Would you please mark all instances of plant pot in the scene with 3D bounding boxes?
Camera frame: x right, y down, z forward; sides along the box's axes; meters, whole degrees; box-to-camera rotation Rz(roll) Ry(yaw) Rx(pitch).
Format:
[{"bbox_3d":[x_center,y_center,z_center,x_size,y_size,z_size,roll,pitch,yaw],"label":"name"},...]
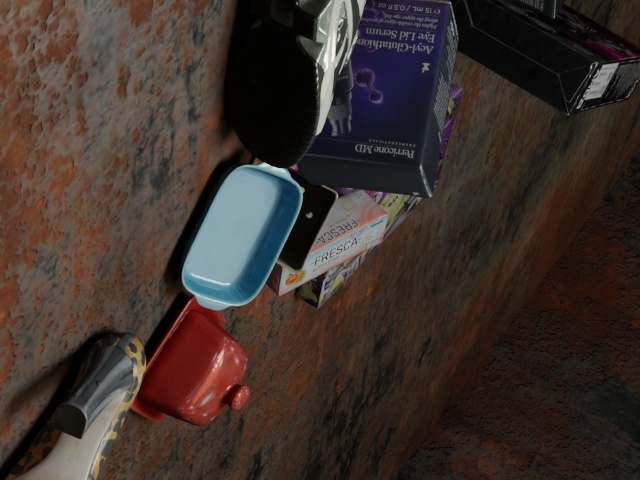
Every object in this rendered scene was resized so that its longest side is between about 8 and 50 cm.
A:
[{"bbox_3d":[-0.042,-0.037,1.804,0.109,0.109,0.096,-63,174,9],"label":"plant pot"}]

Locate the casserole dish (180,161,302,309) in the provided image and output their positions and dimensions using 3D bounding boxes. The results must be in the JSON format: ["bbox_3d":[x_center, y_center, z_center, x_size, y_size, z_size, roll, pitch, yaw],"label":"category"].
[{"bbox_3d":[-0.096,-0.010,1.724,0.114,0.037,0.188,19,101,-35],"label":"casserole dish"}]

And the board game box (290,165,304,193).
[{"bbox_3d":[-0.009,-0.082,1.923,0.168,0.033,0.133,-64,162,10],"label":"board game box"}]

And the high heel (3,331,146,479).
[{"bbox_3d":[-0.267,0.226,1.641,0.261,0.093,0.186,-62,178,30],"label":"high heel"}]

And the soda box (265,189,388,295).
[{"bbox_3d":[0.000,0.000,1.950,0.183,0.063,0.058,-27,146,-31],"label":"soda box"}]

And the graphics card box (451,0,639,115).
[{"bbox_3d":[0.343,-0.291,2.231,0.094,0.233,0.371,-62,162,21],"label":"graphics card box"}]

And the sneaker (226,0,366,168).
[{"bbox_3d":[-0.006,-0.224,1.564,0.146,0.122,0.330,-40,154,-43],"label":"sneaker"}]

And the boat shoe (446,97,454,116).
[{"bbox_3d":[0.098,-0.146,1.913,0.104,0.111,0.307,-61,174,-4],"label":"boat shoe"}]

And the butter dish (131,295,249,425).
[{"bbox_3d":[-0.140,0.167,1.814,0.160,0.118,0.160,-58,163,-8],"label":"butter dish"}]

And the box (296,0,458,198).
[{"bbox_3d":[0.066,-0.166,1.702,0.108,0.153,0.207,59,39,-70],"label":"box"}]

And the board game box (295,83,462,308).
[{"bbox_3d":[0.088,-0.073,2.184,0.347,0.056,0.208,-45,153,-39],"label":"board game box"}]

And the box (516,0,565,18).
[{"bbox_3d":[0.236,-0.416,1.823,0.103,0.184,0.261,-57,162,-21],"label":"box"}]
